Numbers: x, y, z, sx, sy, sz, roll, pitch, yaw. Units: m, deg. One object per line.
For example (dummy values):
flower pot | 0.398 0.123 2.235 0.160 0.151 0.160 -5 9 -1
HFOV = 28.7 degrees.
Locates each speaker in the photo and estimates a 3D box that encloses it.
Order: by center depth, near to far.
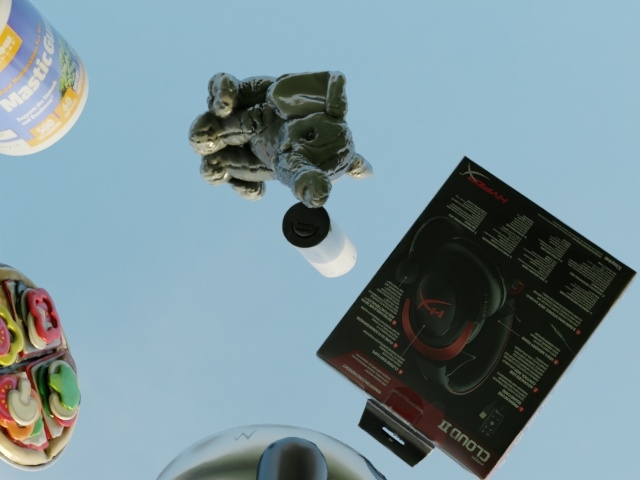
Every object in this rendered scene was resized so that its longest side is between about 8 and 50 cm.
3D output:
speaker | 0.000 0.000 1.382 0.055 0.136 0.055 -4 -106 14

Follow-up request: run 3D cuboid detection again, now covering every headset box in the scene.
headset box | 0.153 0.097 1.304 0.218 0.110 0.293 35 -95 15

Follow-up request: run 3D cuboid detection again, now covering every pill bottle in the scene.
pill bottle | -0.372 -0.213 1.323 0.152 0.272 0.152 -7 -114 16

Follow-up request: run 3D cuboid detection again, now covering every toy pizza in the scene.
toy pizza | -0.277 0.114 1.169 0.032 0.201 0.201 -17 -110 18

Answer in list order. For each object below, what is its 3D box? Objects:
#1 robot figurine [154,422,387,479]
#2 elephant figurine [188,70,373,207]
robot figurine | -0.033 0.231 0.685 0.173 0.209 0.278 42 -149 -24
elephant figurine | -0.016 -0.108 1.411 0.169 0.239 0.186 33 -106 -47
